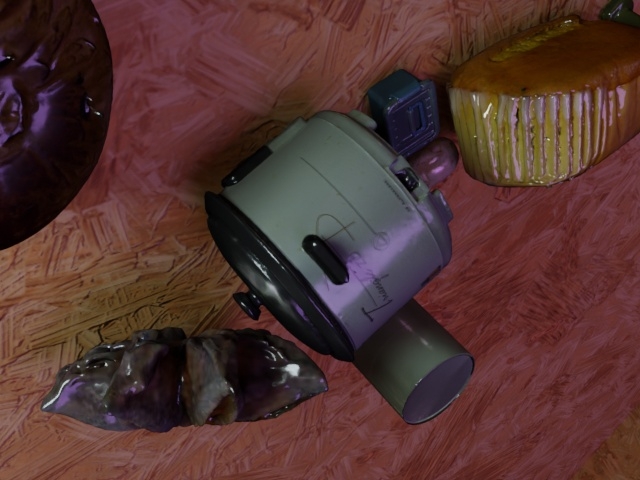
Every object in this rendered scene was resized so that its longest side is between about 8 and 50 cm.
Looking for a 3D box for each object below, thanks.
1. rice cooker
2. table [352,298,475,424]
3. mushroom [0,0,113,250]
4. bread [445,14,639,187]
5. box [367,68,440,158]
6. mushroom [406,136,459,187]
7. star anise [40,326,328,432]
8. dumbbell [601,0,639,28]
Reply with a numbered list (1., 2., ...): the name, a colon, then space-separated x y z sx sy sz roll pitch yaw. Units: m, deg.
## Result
1. rice cooker: 0.000 0.000 0.894 0.227 0.280 0.241 -41 100 -8
2. table: 0.093 0.132 1.127 0.126 0.220 0.126 -25 139 -24
3. mushroom: -0.278 -0.106 0.582 0.278 0.163 0.297 -49 145 8
4. bread: 0.296 -0.189 1.036 0.288 0.204 0.156 -25 119 -28
5. box: 0.098 -0.154 0.982 0.074 0.054 0.099 -32 143 -12
6. mushroom: 0.138 -0.104 1.062 0.083 0.067 0.083 -34 178 -2
7. star anise: -0.148 0.153 0.929 0.331 0.118 0.332 -8 176 -1
8. dumbbell: 0.438 -0.290 1.112 0.052 0.118 0.046 -47 140 8
